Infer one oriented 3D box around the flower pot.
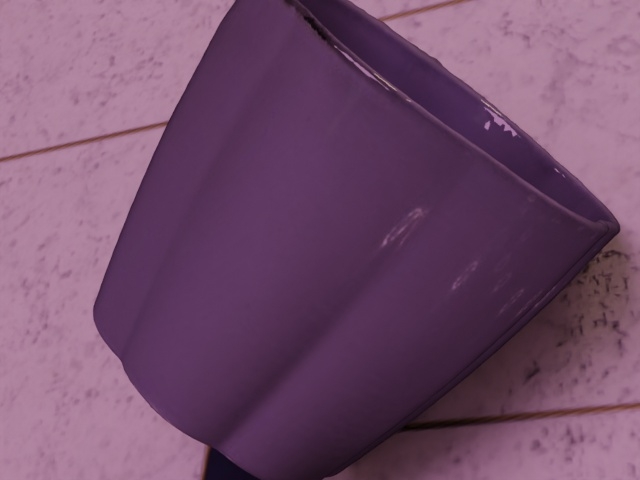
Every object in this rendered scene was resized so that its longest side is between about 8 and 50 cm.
[{"bbox_3d":[0.000,0.000,0.945,0.243,0.265,0.265,-50,46,13],"label":"flower pot"}]
